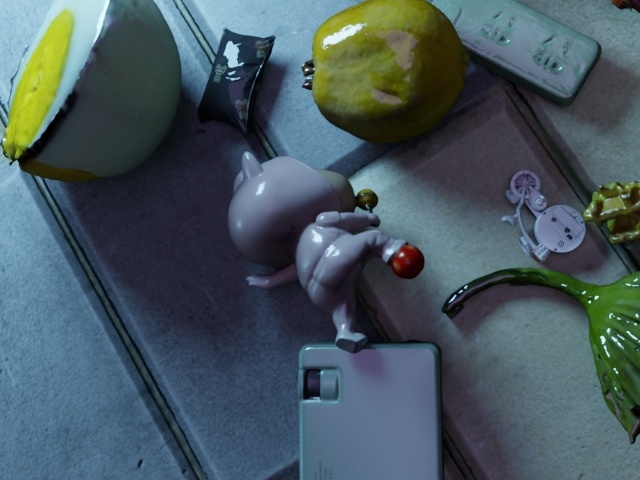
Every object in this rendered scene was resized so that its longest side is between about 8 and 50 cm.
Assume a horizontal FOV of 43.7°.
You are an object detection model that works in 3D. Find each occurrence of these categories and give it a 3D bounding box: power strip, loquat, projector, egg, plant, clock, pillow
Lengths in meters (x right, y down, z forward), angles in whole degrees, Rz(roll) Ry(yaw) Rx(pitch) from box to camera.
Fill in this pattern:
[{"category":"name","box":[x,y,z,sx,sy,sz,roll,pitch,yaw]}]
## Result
[{"category":"power strip","box":[0.238,-0.289,1.102,0.288,0.053,0.093,31,92,11]},{"category":"loquat","box":[0.081,-0.228,1.064,0.234,0.176,0.187,-6,84,22]},{"category":"projector","box":[0.068,0.263,1.064,0.192,0.099,0.257,-2,85,10]},{"category":"egg","box":[-0.297,-0.217,1.117,0.337,0.201,0.337,-25,55,43]},{"category":"plant","box":[0.352,0.077,0.995,0.333,0.180,0.251,35,82,15]},{"category":"clock","box":[0.293,-0.033,1.074,0.087,0.041,0.129,-38,84,2]},{"category":"pillow","box":[-0.126,-0.236,1.169,0.090,0.048,0.150,18,91,9]}]

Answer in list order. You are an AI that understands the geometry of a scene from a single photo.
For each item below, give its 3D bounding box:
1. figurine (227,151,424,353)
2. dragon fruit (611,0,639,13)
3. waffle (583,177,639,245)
[{"category":"figurine","box":[0.000,0.000,1.070,0.186,0.176,0.287,-28,55,-34]},{"category":"dragon fruit","box":[0.433,-0.352,1.066,0.126,0.068,0.112,-16,99,-4]},{"category":"waffle","box":[0.481,-0.089,0.959,0.259,0.069,0.293,21,132,6]}]
